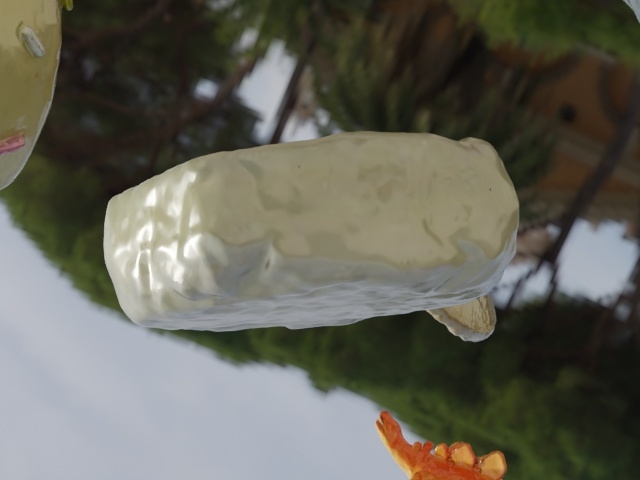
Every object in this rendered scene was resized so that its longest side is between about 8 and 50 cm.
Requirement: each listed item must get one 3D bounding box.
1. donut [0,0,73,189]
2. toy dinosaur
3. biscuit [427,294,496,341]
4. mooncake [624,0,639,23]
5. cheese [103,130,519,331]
[{"bbox_3d":[-0.351,-0.171,1.539,0.307,0.371,0.150,23,-156,24],"label":"donut"},{"bbox_3d":[0.158,0.260,1.798,0.288,0.117,0.070,49,-171,18],"label":"toy dinosaur"},{"bbox_3d":[0.107,-0.002,1.977,0.265,0.040,0.188,51,-155,-27],"label":"biscuit"},{"bbox_3d":[0.463,-0.356,2.001,0.356,0.356,0.194,34,178,29],"label":"mooncake"},{"bbox_3d":[0.000,0.000,1.468,0.318,0.115,0.326,-7,173,12],"label":"cheese"}]
